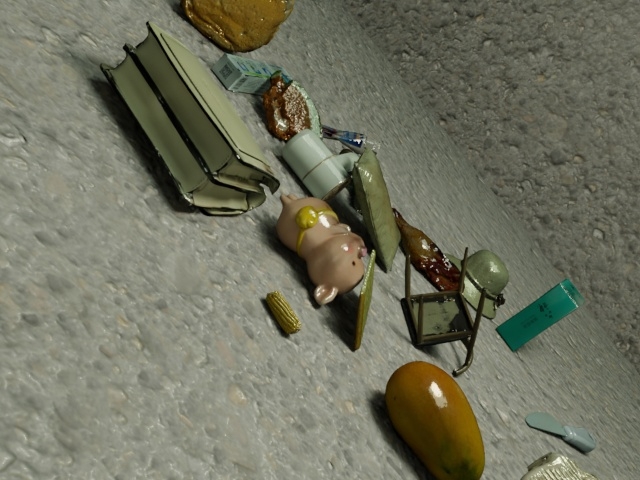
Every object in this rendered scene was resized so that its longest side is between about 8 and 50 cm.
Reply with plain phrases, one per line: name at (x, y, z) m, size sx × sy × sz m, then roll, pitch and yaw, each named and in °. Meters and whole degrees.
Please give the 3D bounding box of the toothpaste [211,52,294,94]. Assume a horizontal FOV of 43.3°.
toothpaste at (-0.174, -0.449, 2.230) m, size 0.081 × 0.067 × 0.336 m, roll 52°, pitch 21°, yaw 11°

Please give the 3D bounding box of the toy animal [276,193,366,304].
toy animal at (-0.002, 0.001, 1.698) m, size 0.248 × 0.149 × 0.165 m, roll 59°, pitch 31°, yaw 8°

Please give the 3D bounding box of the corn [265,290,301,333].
corn at (-0.069, 0.133, 1.487) m, size 0.092 × 0.037 × 0.037 m, roll 56°, pitch 23°, yaw 18°

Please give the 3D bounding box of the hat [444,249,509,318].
hat at (0.505, 0.105, 2.494) m, size 0.257 × 0.130 × 0.257 m, roll 40°, pitch 24°, yaw -22°

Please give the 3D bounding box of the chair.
chair at (0.290, 0.180, 1.944) m, size 0.188 × 0.166 × 0.272 m, roll -101°, pitch -174°, yaw -53°

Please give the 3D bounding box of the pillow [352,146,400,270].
pillow at (0.146, -0.088, 2.087) m, size 0.185 × 0.074 × 0.303 m, roll -64°, pitch 139°, yaw -64°

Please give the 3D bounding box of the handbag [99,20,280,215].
handbag at (-0.250, -0.229, 1.597) m, size 0.359 × 0.160 × 0.236 m, roll 56°, pitch 17°, yaw 16°

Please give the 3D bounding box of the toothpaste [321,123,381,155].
toothpaste at (0.039, -0.298, 2.298) m, size 0.266 × 0.061 × 0.096 m, roll 18°, pitch 26°, yaw -5°

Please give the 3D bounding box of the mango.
mango at (0.225, 0.349, 1.550) m, size 0.255 × 0.139 × 0.175 m, roll 57°, pitch 34°, yaw 2°

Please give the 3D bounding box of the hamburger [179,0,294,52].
hamburger at (-0.222, -0.674, 2.214) m, size 0.318 × 0.318 × 0.158 m, roll 35°, pitch 27°, yaw -30°

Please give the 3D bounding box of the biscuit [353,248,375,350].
biscuit at (0.095, 0.123, 1.712) m, size 0.016 × 0.139 × 0.231 m, roll 7°, pitch 22°, yaw 7°

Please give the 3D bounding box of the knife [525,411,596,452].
knife at (0.651, 0.513, 2.215) m, size 0.331 × 0.044 × 0.080 m, roll 27°, pitch 30°, yaw -35°

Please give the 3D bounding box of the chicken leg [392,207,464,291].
chicken leg at (0.303, 0.034, 2.318) m, size 0.322 × 0.083 × 0.177 m, roll 44°, pitch 13°, yaw -15°

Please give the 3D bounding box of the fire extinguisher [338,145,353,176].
fire extinguisher at (0.075, -0.228, 2.350) m, size 0.062 × 0.050 × 0.177 m, roll 56°, pitch 19°, yaw -19°

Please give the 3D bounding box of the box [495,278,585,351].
box at (0.666, 0.225, 2.439) m, size 0.092 × 0.245 × 0.153 m, roll 54°, pitch 23°, yaw 13°

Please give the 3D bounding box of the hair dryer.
hair dryer at (0.037, -0.209, 2.152) m, size 0.173 × 0.107 × 0.357 m, roll 53°, pitch 24°, yaw 7°

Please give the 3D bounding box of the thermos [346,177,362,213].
thermos at (0.122, -0.145, 2.284) m, size 0.188 × 0.083 × 0.073 m, roll -89°, pitch 155°, yaw -62°

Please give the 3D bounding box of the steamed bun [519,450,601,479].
steamed bun at (0.503, 0.569, 1.701) m, size 0.218 × 0.144 × 0.211 m, roll -28°, pitch 67°, yaw -37°

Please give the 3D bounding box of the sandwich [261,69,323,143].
sandwich at (-0.075, -0.349, 2.160) m, size 0.159 × 0.079 × 0.235 m, roll 1°, pitch 71°, yaw -51°
